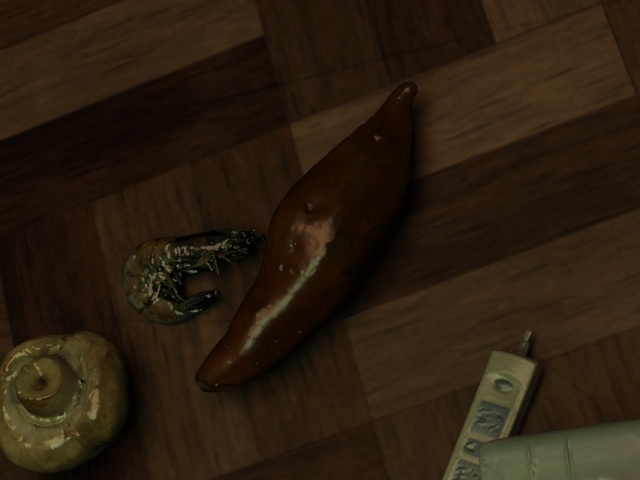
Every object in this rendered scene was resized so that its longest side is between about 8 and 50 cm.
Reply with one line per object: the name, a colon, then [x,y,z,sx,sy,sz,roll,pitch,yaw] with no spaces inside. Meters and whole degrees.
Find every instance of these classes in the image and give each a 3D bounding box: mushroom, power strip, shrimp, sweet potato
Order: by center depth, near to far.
power strip: [0.154,0.167,1.708,0.048,0.030,0.191,16,74,24]
sweet potato: [0.004,-0.004,1.794,0.112,0.112,0.359,23,74,26]
mushroom: [-0.247,0.152,1.811,0.148,0.112,0.148,-6,60,10]
shrimp: [-0.121,0.032,1.867,0.161,0.034,0.091,-15,75,20]

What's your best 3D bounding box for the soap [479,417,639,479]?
soap: [0.317,0.250,1.567,0.347,0.115,0.208,-10,65,15]
